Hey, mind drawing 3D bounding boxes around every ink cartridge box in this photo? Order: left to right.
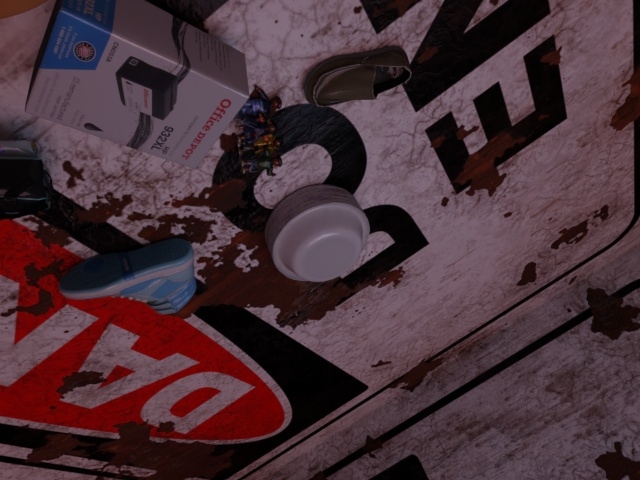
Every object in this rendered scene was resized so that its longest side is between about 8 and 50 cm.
[{"bbox_3d":[-0.313,-0.279,0.818,0.307,0.129,0.223,16,139,-37],"label":"ink cartridge box"}]

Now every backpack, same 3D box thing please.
[{"bbox_3d":[-0.590,-0.109,0.861,0.165,0.145,0.188,-7,171,-24],"label":"backpack"}]

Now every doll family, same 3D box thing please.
[{"bbox_3d":[-0.131,-0.238,1.028,0.111,0.076,0.193,-11,133,-10],"label":"doll family"}]

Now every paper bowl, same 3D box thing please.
[{"bbox_3d":[0.000,0.000,1.273,0.284,0.148,0.284,-13,136,-13],"label":"paper bowl"}]

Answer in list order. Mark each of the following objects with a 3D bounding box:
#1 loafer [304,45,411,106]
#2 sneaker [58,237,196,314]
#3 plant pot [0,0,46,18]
[{"bbox_3d":[0.086,-0.352,1.011,0.251,0.087,0.094,-22,138,-5],"label":"loafer"},{"bbox_3d":[-0.465,0.129,1.182,0.318,0.127,0.208,-14,135,-13],"label":"sneaker"},{"bbox_3d":[-0.448,-0.414,0.562,0.290,0.291,0.204,-16,150,-12],"label":"plant pot"}]
